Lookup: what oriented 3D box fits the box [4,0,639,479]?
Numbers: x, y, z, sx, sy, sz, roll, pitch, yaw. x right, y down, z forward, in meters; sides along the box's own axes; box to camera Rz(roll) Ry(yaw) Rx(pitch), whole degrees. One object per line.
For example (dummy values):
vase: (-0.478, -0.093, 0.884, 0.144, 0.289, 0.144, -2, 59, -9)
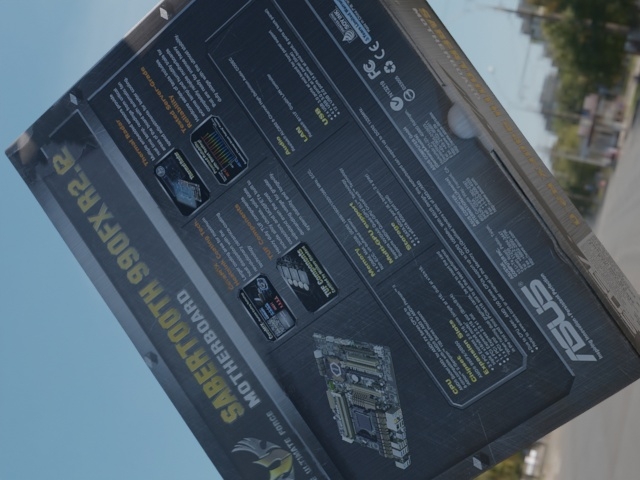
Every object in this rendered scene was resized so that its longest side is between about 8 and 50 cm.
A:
box: (0.000, 0.000, 0.490, 0.183, 0.231, 0.056, -38, -7, 25)
